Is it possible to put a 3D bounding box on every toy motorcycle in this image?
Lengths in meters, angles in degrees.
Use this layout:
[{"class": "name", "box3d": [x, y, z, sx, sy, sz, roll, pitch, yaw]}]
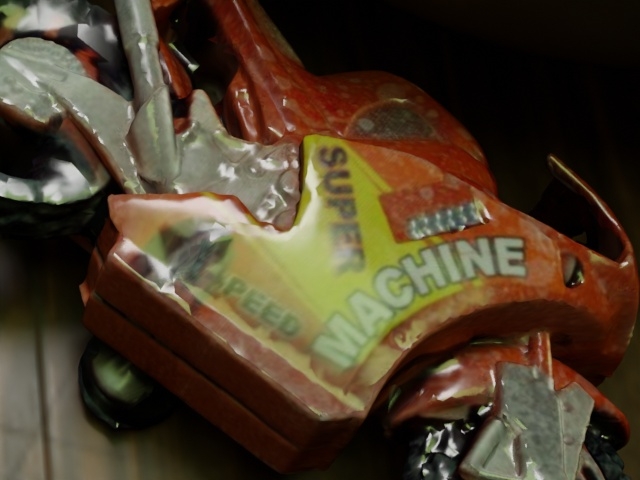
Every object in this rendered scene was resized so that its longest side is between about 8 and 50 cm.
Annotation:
[{"class": "toy motorcycle", "box3d": [-0.001, 0.001, 0.573, 0.298, 0.089, 0.171, 38, 60, 5]}]

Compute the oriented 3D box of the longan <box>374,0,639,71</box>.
[{"class": "longan", "box3d": [0.131, -0.259, 0.588, 0.435, 0.404, 0.404, 10, 59, 18]}]
